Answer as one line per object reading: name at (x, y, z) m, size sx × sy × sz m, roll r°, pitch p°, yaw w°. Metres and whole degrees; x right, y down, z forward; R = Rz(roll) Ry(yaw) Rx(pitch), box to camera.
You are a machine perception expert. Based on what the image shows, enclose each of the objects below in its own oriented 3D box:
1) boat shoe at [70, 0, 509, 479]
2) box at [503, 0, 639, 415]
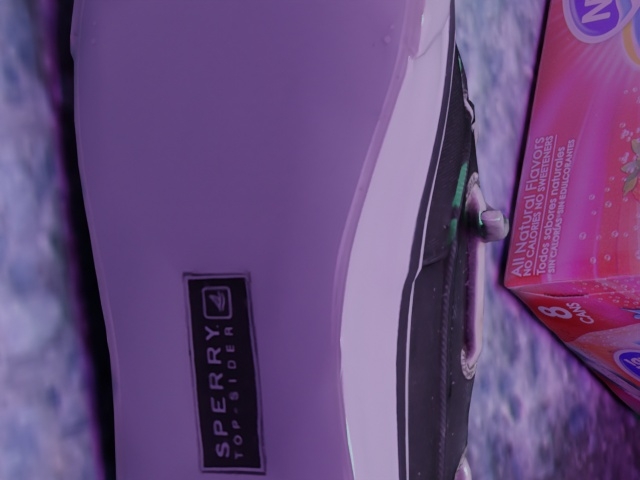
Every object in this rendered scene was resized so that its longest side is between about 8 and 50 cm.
boat shoe at (0.004, 0.000, 0.531) m, size 0.105 × 0.113 × 0.306 m, roll -12°, pitch 99°, yaw -63°
box at (0.194, -0.084, 0.795) m, size 0.154 × 0.142 × 0.300 m, roll 40°, pitch 54°, yaw -47°
